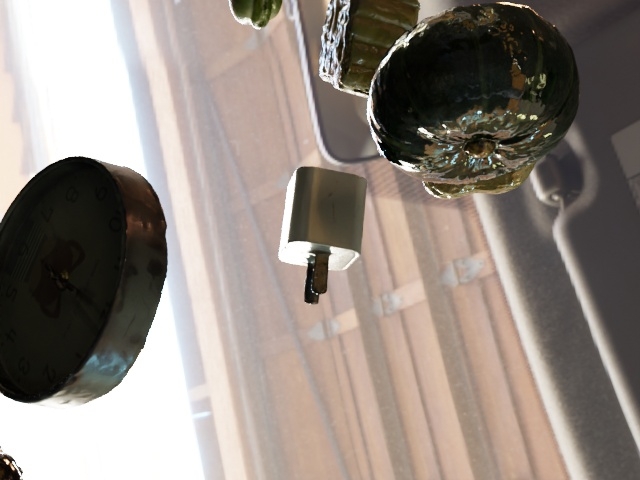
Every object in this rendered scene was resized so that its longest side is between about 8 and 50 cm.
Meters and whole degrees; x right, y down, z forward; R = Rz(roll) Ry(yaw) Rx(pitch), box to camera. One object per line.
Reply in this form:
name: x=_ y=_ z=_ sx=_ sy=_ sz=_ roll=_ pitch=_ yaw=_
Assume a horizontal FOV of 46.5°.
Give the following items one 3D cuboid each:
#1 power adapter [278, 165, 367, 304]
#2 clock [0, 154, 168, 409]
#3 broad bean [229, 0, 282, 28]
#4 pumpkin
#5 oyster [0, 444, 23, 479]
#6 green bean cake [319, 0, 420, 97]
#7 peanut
power adapter: x=0.000 y=0.000 z=1.229 sx=0.130 sy=0.125 sz=0.205 roll=130 pitch=-32 yaw=-69
clock: x=-0.323 y=0.048 z=0.944 sx=0.325 sy=0.067 sz=0.325 roll=-13 pitch=-113 yaw=35
broad bean: x=-0.113 y=-0.419 z=1.158 sx=0.124 sy=0.082 sz=0.175 roll=31 pitch=-40 yaw=66
pumpkin: x=0.212 y=-0.208 z=1.063 sx=0.300 sy=0.300 sz=0.207 roll=136 pitch=-49 yaw=-57
oyster: x=-0.473 y=0.334 z=1.059 sx=0.161 sy=0.107 sz=0.233 roll=47 pitch=-5 yaw=-15
green bean cake: x=0.080 y=-0.373 z=1.323 sx=0.224 sy=0.131 sz=0.230 roll=-123 pitch=-136 yaw=-70
peanut: x=0.302 y=-0.136 z=1.384 sx=0.098 sy=0.229 sz=0.103 roll=-80 pitch=155 yaw=-49
